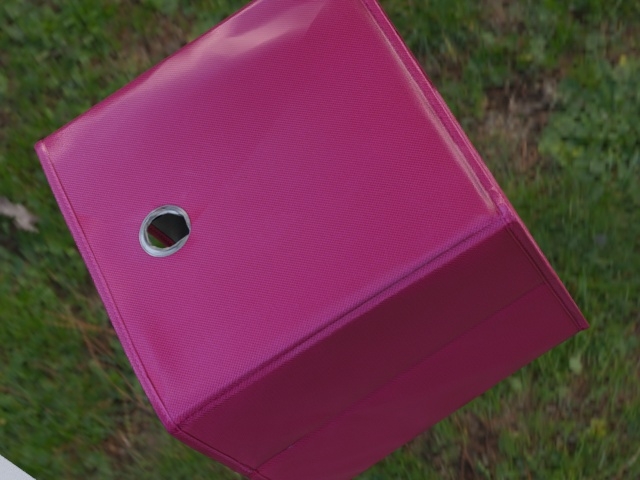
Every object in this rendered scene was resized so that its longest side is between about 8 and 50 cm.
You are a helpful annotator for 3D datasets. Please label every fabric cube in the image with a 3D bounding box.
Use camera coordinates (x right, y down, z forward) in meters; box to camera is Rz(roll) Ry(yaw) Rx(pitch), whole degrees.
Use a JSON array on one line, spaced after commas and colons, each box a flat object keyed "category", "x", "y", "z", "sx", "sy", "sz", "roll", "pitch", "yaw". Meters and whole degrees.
[{"category": "fabric cube", "x": 0.000, "y": 0.000, "z": 1.110, "sx": 0.258, "sy": 0.259, "sz": 0.254, "roll": -32, "pitch": 62, "yaw": 8}]

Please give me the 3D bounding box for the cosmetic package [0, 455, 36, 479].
[{"category": "cosmetic package", "x": -0.188, "y": 0.278, "z": 0.884, "sx": 0.377, "sy": 0.284, "sz": 0.097, "roll": 32, "pitch": 34, "yaw": 12}]
